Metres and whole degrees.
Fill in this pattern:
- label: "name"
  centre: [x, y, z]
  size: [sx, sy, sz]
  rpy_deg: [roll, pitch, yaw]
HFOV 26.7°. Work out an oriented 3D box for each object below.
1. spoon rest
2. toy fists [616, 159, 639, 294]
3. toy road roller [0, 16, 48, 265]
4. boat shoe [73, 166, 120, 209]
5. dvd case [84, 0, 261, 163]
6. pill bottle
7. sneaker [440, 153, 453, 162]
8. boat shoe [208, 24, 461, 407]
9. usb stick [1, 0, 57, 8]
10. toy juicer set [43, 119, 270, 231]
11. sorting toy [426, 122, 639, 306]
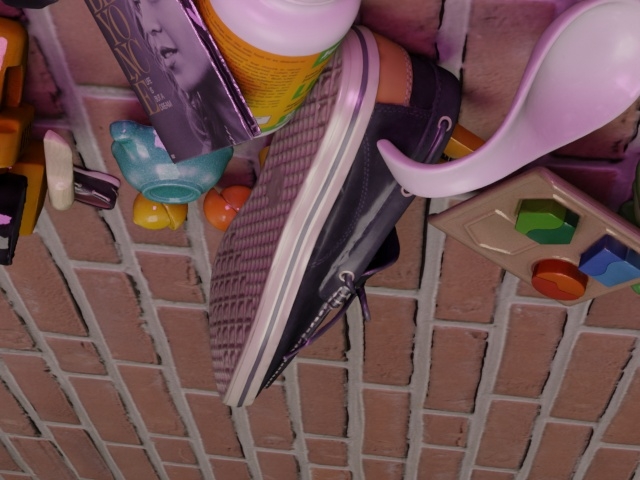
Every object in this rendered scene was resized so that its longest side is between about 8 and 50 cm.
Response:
- label: "spoon rest"
  centre: [0.190, -0.121, 1.219]
  size: [0.276, 0.084, 0.137]
  rpy_deg: [-32, 134, 3]
- label: "toy fists"
  centre: [0.399, -0.020, 1.475]
  size: [0.142, 0.096, 0.279]
  rpy_deg: [9, 156, 2]
- label: "toy road roller"
  centre: [-0.383, -0.127, 1.408]
  size: [0.202, 0.241, 0.329]
  rpy_deg: [11, -169, -9]
- label: "boat shoe"
  centre: [-0.307, -0.067, 1.632]
  size: [0.125, 0.038, 0.046]
  rpy_deg: [15, 153, -16]
- label: "dvd case"
  centre: [-0.145, -0.176, 1.188]
  size: [0.164, 0.018, 0.221]
  rpy_deg: [-9, 111, 60]
- label: "pill bottle"
  centre: [-0.045, -0.200, 1.174]
  size: [0.136, 0.136, 0.246]
  rpy_deg: [14, 154, -14]
- label: "sneaker"
  centre: [0.108, -0.098, 1.465]
  size: [0.043, 0.040, 0.109]
  rpy_deg: [2, 150, 37]
- label: "boat shoe"
  centre: [0.000, 0.000, 1.407]
  size: [0.156, 0.187, 0.500]
  rpy_deg: [7, 131, -23]
- label: "usb stick"
  centre: [-0.313, -0.293, 1.164]
  size: [0.077, 0.045, 0.278]
  rpy_deg: [3, 155, 25]
- label: "toy juicer set"
  centre: [-0.183, -0.081, 1.514]
  size: [0.329, 0.090, 0.209]
  rpy_deg: [9, 160, -29]
- label: "sorting toy"
  centre: [0.214, -0.015, 1.450]
  size: [0.307, 0.041, 0.229]
  rpy_deg: [30, 156, -20]
